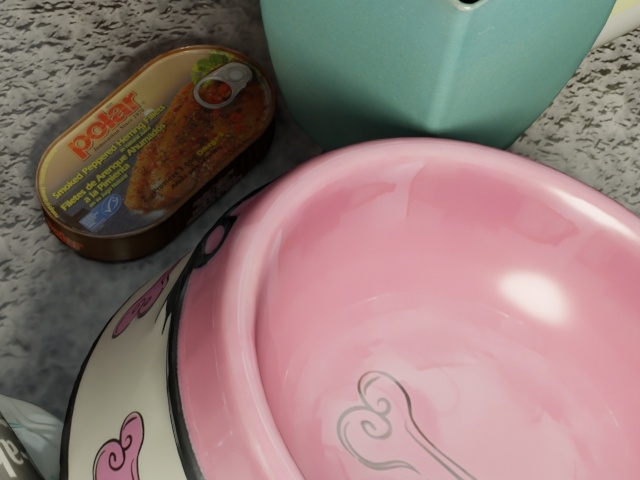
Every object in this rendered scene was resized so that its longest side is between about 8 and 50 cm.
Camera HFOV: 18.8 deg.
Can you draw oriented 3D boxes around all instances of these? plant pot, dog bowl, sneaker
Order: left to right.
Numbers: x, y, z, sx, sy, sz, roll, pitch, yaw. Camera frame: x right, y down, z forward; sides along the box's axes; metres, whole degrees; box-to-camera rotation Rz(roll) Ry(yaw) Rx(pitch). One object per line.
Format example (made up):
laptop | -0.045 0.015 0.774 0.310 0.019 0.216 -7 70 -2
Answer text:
sneaker | -0.222 0.112 1.183 0.152 0.054 0.061 26 61 19
plant pot | 0.065 -0.137 1.141 0.165 0.234 0.165 -33 64 -29
dog bowl | 0.079 0.118 1.015 0.408 0.150 0.408 17 45 -18

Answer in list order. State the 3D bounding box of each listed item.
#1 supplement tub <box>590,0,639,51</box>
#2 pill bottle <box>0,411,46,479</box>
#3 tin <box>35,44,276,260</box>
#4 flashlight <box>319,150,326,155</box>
supplement tub | 0.197 -0.266 1.343 0.325 0.235 0.235 -27 57 -18
pill bottle | -0.216 0.176 1.058 0.162 0.162 0.278 -31 68 -20
tin | -0.111 -0.061 1.321 0.106 0.040 0.189 37 62 20
flashlight | 0.000 0.000 1.231 0.103 0.103 0.304 28 59 18
